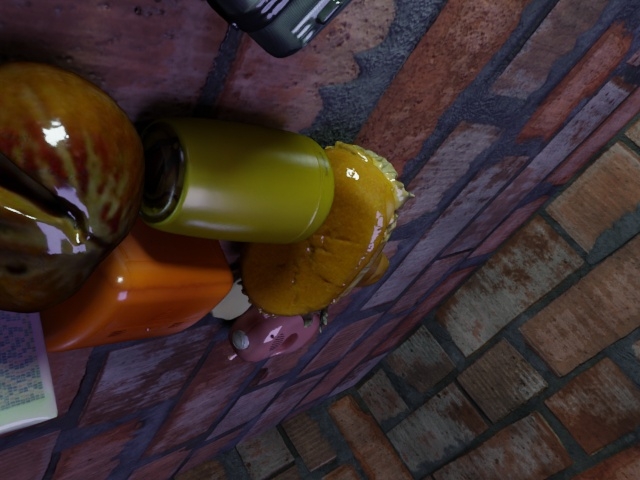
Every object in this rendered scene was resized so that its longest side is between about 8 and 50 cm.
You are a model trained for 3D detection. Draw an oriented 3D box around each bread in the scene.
[{"bbox_3d":[-0.011,-0.007,0.951,0.389,0.236,0.183,-57,166,23],"label":"bread"}]

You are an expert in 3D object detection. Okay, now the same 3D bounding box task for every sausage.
[{"bbox_3d":[0.097,0.061,1.335,0.134,0.116,0.354,-54,157,4],"label":"sausage"}]

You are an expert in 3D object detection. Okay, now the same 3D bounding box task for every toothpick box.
[{"bbox_3d":[-0.124,-0.082,0.705,0.271,0.175,0.175,0,137,-49],"label":"toothpick box"}]

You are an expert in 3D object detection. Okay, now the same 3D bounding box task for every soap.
[{"bbox_3d":[-0.452,0.149,0.617,0.182,0.199,0.138,-10,173,-43],"label":"soap"}]

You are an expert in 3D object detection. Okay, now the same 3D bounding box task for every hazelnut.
[{"bbox_3d":[-0.282,-0.044,0.504,0.251,0.217,0.217,-55,153,10],"label":"hazelnut"}]

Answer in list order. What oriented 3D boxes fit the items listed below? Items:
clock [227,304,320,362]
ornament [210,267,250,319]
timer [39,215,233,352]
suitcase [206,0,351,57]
[{"bbox_3d":[-0.121,0.227,1.274,0.241,0.142,0.227,-15,149,-54],"label":"clock"},{"bbox_3d":[-0.205,0.114,1.099,0.180,0.059,0.201,-44,158,17],"label":"ornament"},{"bbox_3d":[-0.303,0.081,0.788,0.250,0.161,0.257,-44,156,26],"label":"timer"},{"bbox_3d":[0.004,-0.321,0.407,0.312,0.202,0.128,-42,145,13],"label":"suitcase"}]
